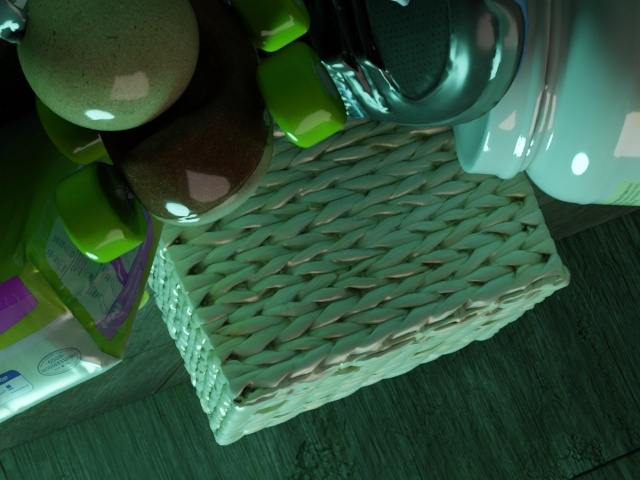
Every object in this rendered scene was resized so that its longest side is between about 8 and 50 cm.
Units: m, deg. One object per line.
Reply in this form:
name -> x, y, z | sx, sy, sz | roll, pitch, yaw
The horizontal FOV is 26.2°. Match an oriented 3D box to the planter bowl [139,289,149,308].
planter bowl -> -0.273, 0.035, 1.262 | 0.217, 0.090, 0.217 | -15, 166, -4

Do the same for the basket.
basket -> 0.000, 0.000, 1.251 | 0.331, 0.266, 0.328 | -20, 170, -12

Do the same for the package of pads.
package of pads -> -0.216, 0.010, 0.924 | 0.229, 0.101, 0.296 | -27, -154, 18

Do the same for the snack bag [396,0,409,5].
snack bag -> -0.015, -0.126, 0.393 | 0.343, 0.037, 0.323 | 17, 179, 20

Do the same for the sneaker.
sneaker -> 0.004, -0.124, 0.868 | 0.140, 0.125, 0.341 | -6, 179, -27

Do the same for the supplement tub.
supplement tub -> 0.272, -0.140, 1.003 | 0.325, 0.235, 0.235 | 3, 166, -4

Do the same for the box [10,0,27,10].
box -> -0.104, -0.187, 0.670 | 0.322, 0.058, 0.232 | -22, 169, -19

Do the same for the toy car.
toy car -> -0.103, -0.105, 0.687 | 0.155, 0.149, 0.188 | -29, 140, 12
